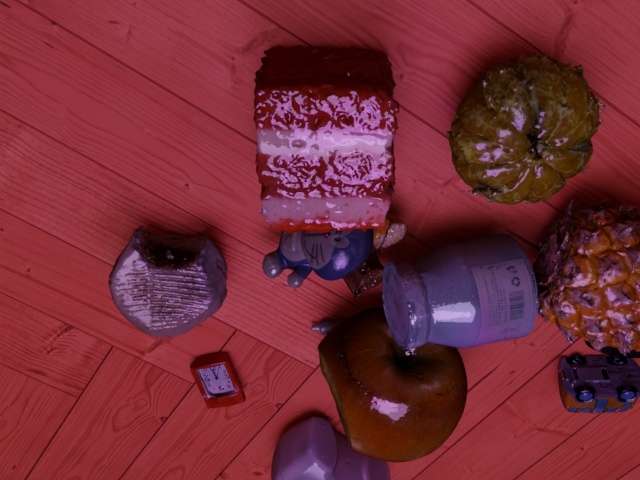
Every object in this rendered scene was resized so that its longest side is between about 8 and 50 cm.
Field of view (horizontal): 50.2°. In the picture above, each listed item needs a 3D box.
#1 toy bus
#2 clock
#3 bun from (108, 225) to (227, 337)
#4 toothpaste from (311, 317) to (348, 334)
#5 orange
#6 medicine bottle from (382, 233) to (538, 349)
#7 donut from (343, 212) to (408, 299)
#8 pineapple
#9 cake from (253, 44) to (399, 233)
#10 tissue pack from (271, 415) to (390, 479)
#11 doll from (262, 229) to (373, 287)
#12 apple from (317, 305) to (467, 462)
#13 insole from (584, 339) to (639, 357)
[{"bbox_3d":[0.731,0.386,1.796,0.210,0.126,0.136,-2,132,5],"label":"toy bus"},{"bbox_3d":[-0.282,0.383,1.886,0.113,0.061,0.155,-12,118,11],"label":"clock"},{"bbox_3d":[-0.352,0.088,1.615,0.282,0.205,0.281,-1,110,-4],"label":"bun"},{"bbox_3d":[0.092,0.220,1.773,0.234,0.038,0.060,-4,128,2],"label":"toothpaste"},{"bbox_3d":[0.394,-0.225,1.357,0.300,0.223,0.301,-4,124,-13],"label":"orange"},{"bbox_3d":[0.302,0.122,1.536,0.290,0.245,0.244,-8,123,-9],"label":"medicine bottle"},{"bbox_3d":[0.115,0.008,1.578,0.085,0.141,0.217,-7,137,-40],"label":"donut"},{"bbox_3d":[0.633,0.075,1.489,0.300,0.352,0.352,18,123,3],"label":"pineapple"},{"bbox_3d":[0.016,-0.202,1.362,0.270,0.269,0.319,1,123,3],"label":"cake"},{"bbox_3d":[0.016,0.683,1.961,0.333,0.229,0.236,35,116,-19],"label":"tissue pack"},{"bbox_3d":[0.000,0.000,1.519,0.154,0.228,0.258,19,169,-36],"label":"doll"},{"bbox_3d":[0.162,0.356,1.685,0.384,0.374,0.374,29,122,5],"label":"apple"},{"bbox_3d":[0.861,0.266,1.778,0.349,0.009,0.118,4,125,1],"label":"insole"}]
